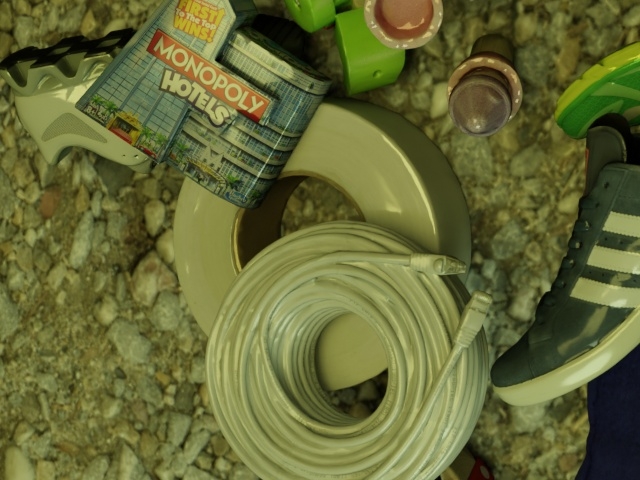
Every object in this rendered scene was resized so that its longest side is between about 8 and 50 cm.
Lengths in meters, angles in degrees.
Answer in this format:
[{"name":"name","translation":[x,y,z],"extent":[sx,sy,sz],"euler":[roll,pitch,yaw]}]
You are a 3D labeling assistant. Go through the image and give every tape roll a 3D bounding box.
[{"name":"tape roll","translation":[0.000,0.000,1.281],"extent":[0.286,0.100,0.286],"euler":[4,99,25]}]

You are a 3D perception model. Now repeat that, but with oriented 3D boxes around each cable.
[{"name":"cable","translation":[0.023,0.110,1.172],"extent":[0.257,0.089,0.257],"euler":[19,99,26]}]

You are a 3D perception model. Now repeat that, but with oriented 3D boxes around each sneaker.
[{"name":"sneaker","translation":[-0.159,-0.147,1.339],"extent":[0.331,0.122,0.146],"euler":[-5,114,23]},{"name":"sneaker","translation":[0.242,-0.013,1.072],"extent":[0.148,0.131,0.350],"euler":[43,109,-4]},{"name":"sneaker","translation":[0.339,-0.125,1.100],"extent":[0.296,0.109,0.123],"euler":[-12,89,26]}]

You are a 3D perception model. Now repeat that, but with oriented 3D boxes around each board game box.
[{"name":"board game box","translation":[-0.099,-0.156,1.203],"extent":[0.194,0.060,0.194],"euler":[33,110,8]}]

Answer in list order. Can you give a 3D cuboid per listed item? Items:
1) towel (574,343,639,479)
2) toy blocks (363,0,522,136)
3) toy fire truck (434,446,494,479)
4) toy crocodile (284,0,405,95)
[{"name":"towel","translation":[0.342,0.175,1.073],"extent":[0.308,0.076,0.227],"euler":[7,89,57]},{"name":"toy blocks","translation":[0.140,-0.263,1.040],"extent":[0.288,0.260,0.309],"euler":[-35,104,24]},{"name":"toy fire truck","translation":[0.095,0.336,1.268],"extent":[0.217,0.158,0.246],"euler":[-36,93,24]},{"name":"toy crocodile","translation":[-0.021,-0.297,1.254],"extent":[0.115,0.105,0.340],"euler":[-31,80,-17]}]
